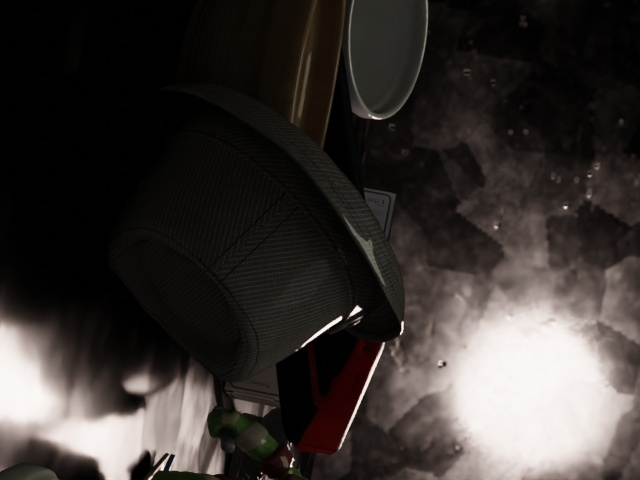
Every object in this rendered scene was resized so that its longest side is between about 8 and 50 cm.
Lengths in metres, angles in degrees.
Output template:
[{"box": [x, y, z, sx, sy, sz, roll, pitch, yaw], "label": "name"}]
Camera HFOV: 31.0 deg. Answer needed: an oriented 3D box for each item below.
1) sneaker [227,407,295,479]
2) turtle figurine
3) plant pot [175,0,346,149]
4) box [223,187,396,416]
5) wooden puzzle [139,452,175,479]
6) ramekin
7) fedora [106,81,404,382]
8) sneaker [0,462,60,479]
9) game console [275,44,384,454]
[{"box": [-0.077, 0.301, 1.594, 0.051, 0.089, 0.170, 49, 52, -83], "label": "sneaker"}, {"box": [-0.101, 0.272, 1.099, 0.198, 0.274, 0.266, -59, 157, 7], "label": "turtle figurine"}, {"box": [-0.053, -0.134, 0.953, 0.237, 0.109, 0.238, 10, 90, -83], "label": "plant pot"}, {"box": [-0.010, 0.073, 1.468, 0.087, 0.169, 0.290, 88, 13, -76], "label": "box"}, {"box": [-0.159, 0.238, 1.063, 0.116, 0.014, 0.079, 0, 104, -84], "label": "wooden puzzle"}, {"box": [0.034, -0.248, 1.337, 0.207, 0.109, 0.207, -27, 122, -56], "label": "ramekin"}, {"box": [-0.065, 0.014, 0.812, 0.124, 0.244, 0.275, -44, -171, -19], "label": "fedora"}, {"box": [-0.158, 0.196, 0.591, 0.212, 0.094, 0.080, -68, 166, -64], "label": "sneaker"}, {"box": [0.000, 0.000, 1.205, 0.342, 0.060, 0.387, 113, -27, -57], "label": "game console"}]
